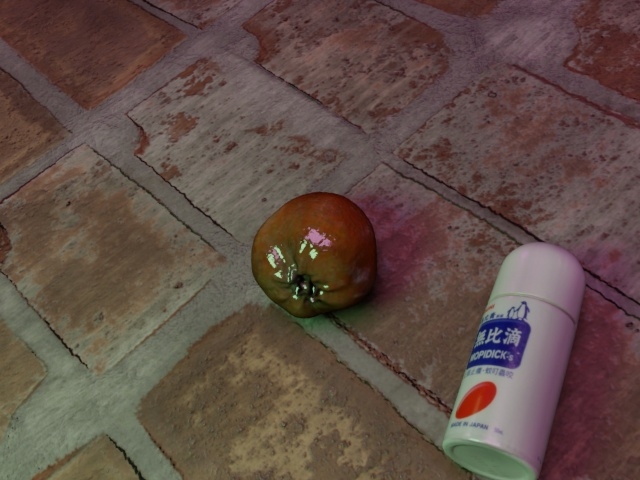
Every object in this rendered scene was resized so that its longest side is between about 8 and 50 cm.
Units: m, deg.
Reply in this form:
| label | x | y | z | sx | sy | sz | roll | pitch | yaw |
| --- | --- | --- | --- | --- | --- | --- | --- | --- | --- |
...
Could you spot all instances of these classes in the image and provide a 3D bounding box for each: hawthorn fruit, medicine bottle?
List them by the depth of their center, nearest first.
| label | x | y | z | sx | sy | sz | roll | pitch | yaw |
| --- | --- | --- | --- | --- | --- | --- | --- | --- | --- |
| medicine bottle | 0.280 | 0.153 | 1.048 | 0.130 | 0.130 | 0.341 | 13 | 59 | 23 |
| hawthorn fruit | 0.000 | 0.000 | 1.210 | 0.199 | 0.199 | 0.251 | 0 | 41 | 15 |
